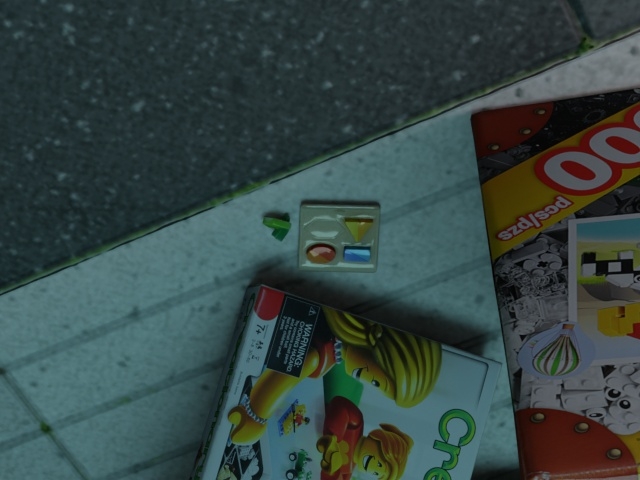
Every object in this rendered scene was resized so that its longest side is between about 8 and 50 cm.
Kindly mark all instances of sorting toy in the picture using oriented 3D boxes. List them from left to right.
[{"bbox_3d":[0.000,0.000,1.216,0.083,0.012,0.062,1,126,-2],"label":"sorting toy"}]

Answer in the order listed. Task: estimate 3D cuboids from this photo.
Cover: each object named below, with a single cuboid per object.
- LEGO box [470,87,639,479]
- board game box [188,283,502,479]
[{"bbox_3d":[0.361,0.056,1.040,0.500,0.372,0.193,-9,125,5],"label":"LEGO box"},{"bbox_3d":[-0.003,0.204,1.227,0.193,0.053,0.305,18,82,-13],"label":"board game box"}]
